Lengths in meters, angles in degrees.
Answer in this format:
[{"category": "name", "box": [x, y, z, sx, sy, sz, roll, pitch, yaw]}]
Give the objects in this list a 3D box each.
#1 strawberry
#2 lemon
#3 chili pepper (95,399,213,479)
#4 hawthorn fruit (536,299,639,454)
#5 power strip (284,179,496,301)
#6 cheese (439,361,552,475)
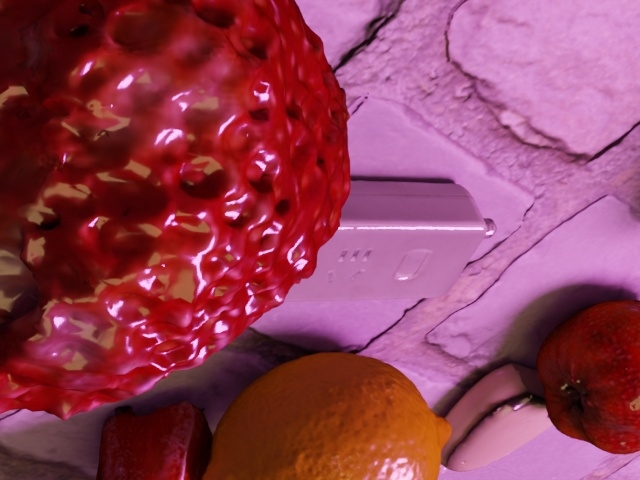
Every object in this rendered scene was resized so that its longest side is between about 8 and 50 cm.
[{"category": "strawberry", "box": [-0.109, -0.054, 0.644, 0.310, 0.291, 0.291, -4, 139, -14]}, {"category": "lemon", "box": [0.007, 0.192, 1.082, 0.244, 0.187, 0.187, -10, 141, -15]}, {"category": "chili pepper", "box": [-0.148, 0.268, 1.043, 0.136, 0.252, 0.144, 33, 123, -29]}, {"category": "hawthorn fruit", "box": [0.325, 0.126, 1.216, 0.203, 0.162, 0.162, -18, 145, -32]}, {"category": "power strip", "box": [0.000, 0.000, 0.944, 0.338, 0.058, 0.098, -1, 137, -28]}, {"category": "cheese", "box": [0.155, 0.229, 1.312, 0.251, 0.054, 0.127, -42, 140, 24]}]
